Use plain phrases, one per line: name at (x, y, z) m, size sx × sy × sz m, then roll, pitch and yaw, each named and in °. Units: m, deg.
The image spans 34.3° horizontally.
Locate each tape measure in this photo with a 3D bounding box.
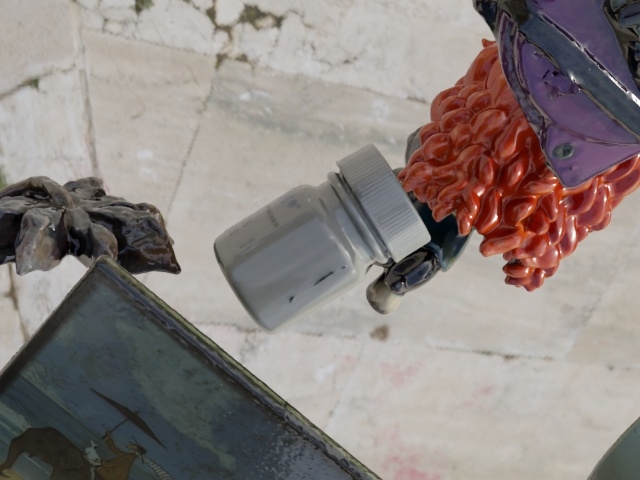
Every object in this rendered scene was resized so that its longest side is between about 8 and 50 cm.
tape measure at (0.235, -0.159, 0.721) m, size 0.232 × 0.149 × 0.245 m, roll -20°, pitch 136°, yaw 24°

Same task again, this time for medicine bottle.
medicine bottle at (0.000, 0.000, 0.904) m, size 0.168 × 0.105 × 0.105 m, roll -32°, pitch 128°, yaw 3°

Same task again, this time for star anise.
star anise at (-0.253, -0.013, 0.956) m, size 0.263 × 0.230 × 0.081 m, roll 5°, pitch 110°, yaw 6°

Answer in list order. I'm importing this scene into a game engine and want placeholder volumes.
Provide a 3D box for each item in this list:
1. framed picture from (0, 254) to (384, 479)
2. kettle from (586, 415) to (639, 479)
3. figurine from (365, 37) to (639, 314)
framed picture at (-0.142, 0.178, 0.807) m, size 0.265 × 0.016 × 0.347 m, roll 42°, pitch 131°, yaw -9°
kettle at (0.200, 0.142, 0.476) m, size 0.127 × 0.148 × 0.098 m, roll -9°, pitch 139°, yaw -44°
figurine at (0.178, -0.074, 1.159) m, size 0.306 × 0.412 × 0.241 m, roll -42°, pitch 97°, yaw -33°
